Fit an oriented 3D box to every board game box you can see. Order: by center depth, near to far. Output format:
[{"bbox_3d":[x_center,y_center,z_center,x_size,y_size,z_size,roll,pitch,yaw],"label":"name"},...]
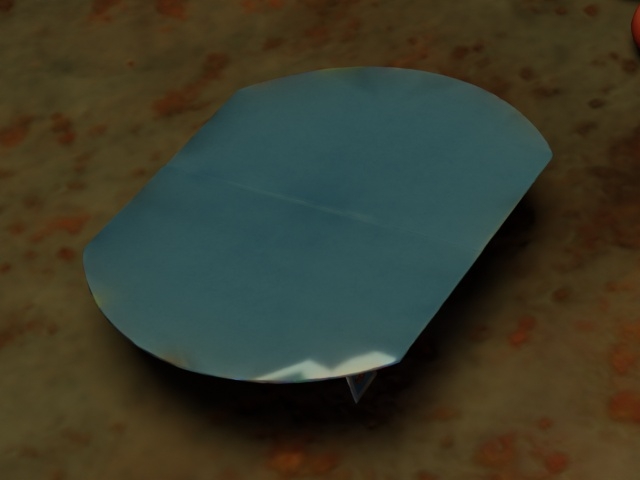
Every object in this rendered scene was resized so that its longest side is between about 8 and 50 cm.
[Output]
[{"bbox_3d":[0.000,0.000,0.630,0.133,0.033,0.169,15,46,29],"label":"board game box"}]

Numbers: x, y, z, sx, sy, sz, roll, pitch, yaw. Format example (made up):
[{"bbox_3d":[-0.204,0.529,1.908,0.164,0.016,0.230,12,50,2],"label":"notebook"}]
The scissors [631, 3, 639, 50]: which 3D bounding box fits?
[{"bbox_3d":[0.243,-0.151,0.739,0.297,0.021,0.109,-25,45,-14],"label":"scissors"}]
